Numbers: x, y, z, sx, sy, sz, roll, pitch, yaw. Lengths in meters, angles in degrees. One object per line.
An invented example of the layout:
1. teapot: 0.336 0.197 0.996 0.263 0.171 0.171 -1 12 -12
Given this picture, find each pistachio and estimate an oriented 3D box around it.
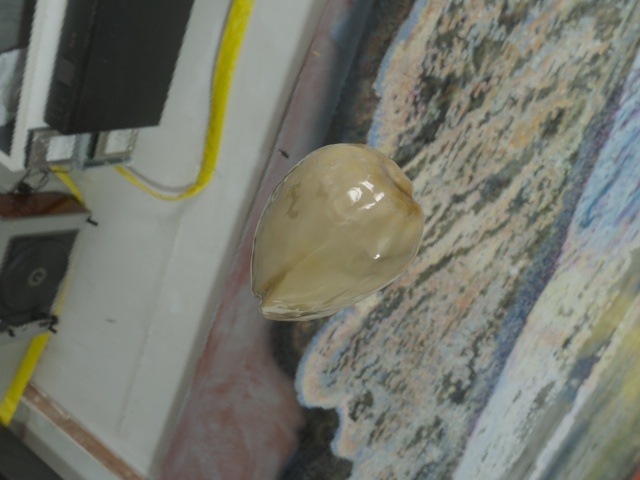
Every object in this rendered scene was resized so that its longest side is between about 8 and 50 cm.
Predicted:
1. pistachio: 0.000 0.000 0.568 0.145 0.117 0.200 -29 175 -34
